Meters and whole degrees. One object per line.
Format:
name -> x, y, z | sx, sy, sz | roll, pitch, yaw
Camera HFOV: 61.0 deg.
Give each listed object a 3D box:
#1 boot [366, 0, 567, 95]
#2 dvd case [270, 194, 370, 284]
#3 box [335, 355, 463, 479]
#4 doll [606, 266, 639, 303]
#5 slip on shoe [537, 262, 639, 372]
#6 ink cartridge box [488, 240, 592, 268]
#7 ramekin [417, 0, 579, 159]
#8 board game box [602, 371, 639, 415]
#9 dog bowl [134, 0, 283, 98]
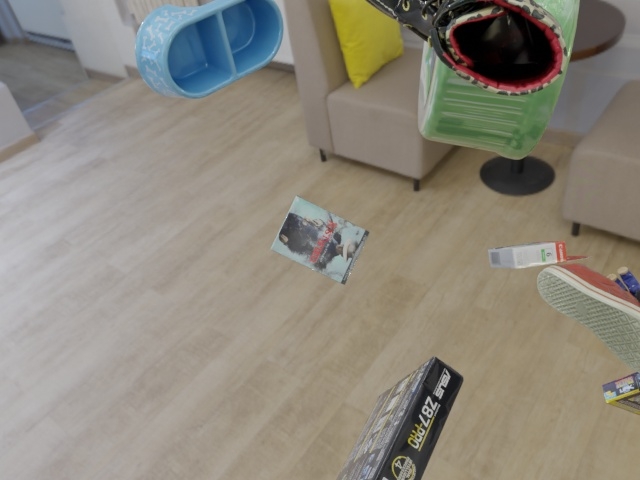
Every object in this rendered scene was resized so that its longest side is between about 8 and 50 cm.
boot -> 0.107, -0.207, 0.469 | 0.236, 0.085, 0.179 | 30, 30, 4
dvd case -> 0.000, 0.000, 0.778 | 0.119, 0.013, 0.087 | 27, 87, -8
box -> 0.141, 0.479, 1.206 | 0.097, 0.318, 0.395 | 36, 52, 2
doll -> 0.939, 0.176, 1.637 | 0.129, 0.189, 0.046 | -37, 4, 11
slip on shoe -> 0.567, 0.140, 1.029 | 0.101, 0.123, 0.331 | -18, 35, -19
ink cartridge box -> 0.292, 0.017, 0.726 | 0.115, 0.029, 0.063 | -8, 0, -12
ramekin -> 0.228, -0.272, 0.761 | 0.148, 0.304, 0.304 | 6, 43, 4
board game box -> 0.758, 0.347, 1.232 | 0.170, 0.141, 0.048 | 23, 49, -22
dog bowl -> -0.189, -0.366, 0.999 | 0.297, 0.166, 0.074 | -37, 48, -27
